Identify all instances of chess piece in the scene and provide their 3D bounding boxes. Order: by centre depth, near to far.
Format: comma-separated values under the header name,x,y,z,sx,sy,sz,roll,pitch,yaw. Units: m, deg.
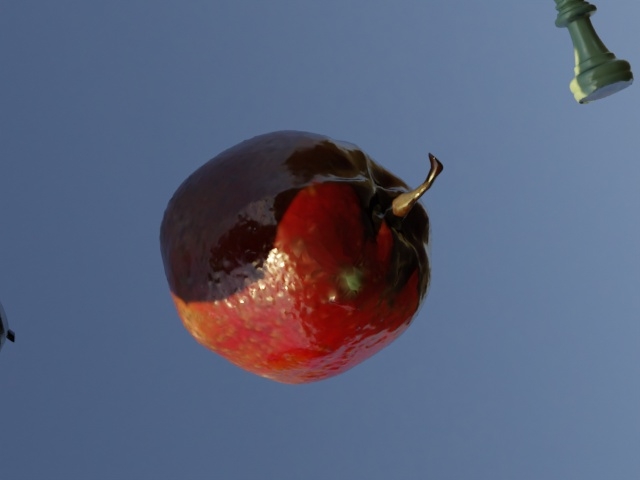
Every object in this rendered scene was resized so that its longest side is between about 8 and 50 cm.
name,x,y,z,sx,sy,sz,roll,pitch,yaw
chess piece,0.237,-0.204,1.253,0.059,0.059,0.149,-11,-103,-53

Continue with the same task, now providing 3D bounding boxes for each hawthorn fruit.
name,x,y,z,sx,sy,sz,roll,pitch,yaw
hawthorn fruit,0.000,0.000,0.821,0.157,0.194,0.157,29,-134,-36

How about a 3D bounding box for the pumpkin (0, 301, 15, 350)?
name,x,y,z,sx,sy,sz,roll,pitch,yaw
pumpkin,-0.313,0.023,0.594,0.303,0.256,0.225,-30,-62,-13
